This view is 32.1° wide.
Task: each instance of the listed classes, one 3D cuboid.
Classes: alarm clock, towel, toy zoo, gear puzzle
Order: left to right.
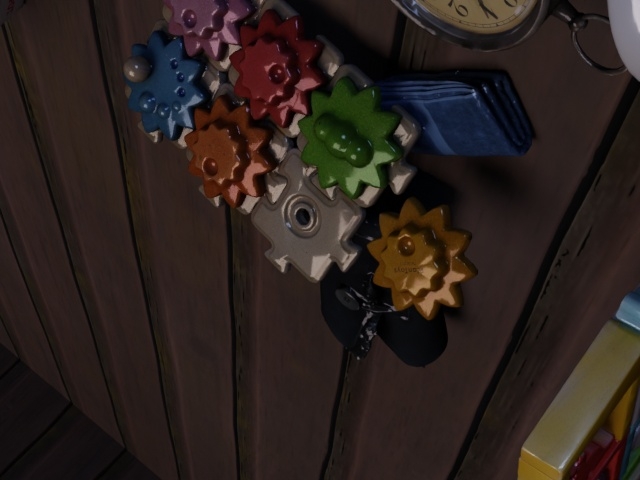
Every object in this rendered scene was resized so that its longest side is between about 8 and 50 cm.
[{"bbox_3d":[-0.025,-0.061,0.818,0.339,0.044,0.175,45,123,18],"label":"gear puzzle"},{"bbox_3d":[0.089,-0.086,0.776,0.119,0.029,0.067,7,138,52],"label":"towel"},{"bbox_3d":[0.097,-0.158,0.609,0.192,0.064,0.129,44,155,5],"label":"alarm clock"},{"bbox_3d":[0.196,0.124,0.751,0.030,0.192,0.293,30,153,27],"label":"toy zoo"}]

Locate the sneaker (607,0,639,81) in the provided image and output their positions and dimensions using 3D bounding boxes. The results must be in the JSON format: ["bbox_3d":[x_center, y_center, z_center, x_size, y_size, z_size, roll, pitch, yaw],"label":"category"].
[{"bbox_3d":[0.158,-0.180,0.320,0.147,0.105,0.295,19,127,48],"label":"sneaker"}]

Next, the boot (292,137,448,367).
[{"bbox_3d":[0.000,0.000,0.965,0.247,0.094,0.207,25,146,22],"label":"boot"}]

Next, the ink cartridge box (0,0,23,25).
[{"bbox_3d":[-0.384,-0.220,1.031,0.100,0.237,0.172,43,155,-4],"label":"ink cartridge box"}]
